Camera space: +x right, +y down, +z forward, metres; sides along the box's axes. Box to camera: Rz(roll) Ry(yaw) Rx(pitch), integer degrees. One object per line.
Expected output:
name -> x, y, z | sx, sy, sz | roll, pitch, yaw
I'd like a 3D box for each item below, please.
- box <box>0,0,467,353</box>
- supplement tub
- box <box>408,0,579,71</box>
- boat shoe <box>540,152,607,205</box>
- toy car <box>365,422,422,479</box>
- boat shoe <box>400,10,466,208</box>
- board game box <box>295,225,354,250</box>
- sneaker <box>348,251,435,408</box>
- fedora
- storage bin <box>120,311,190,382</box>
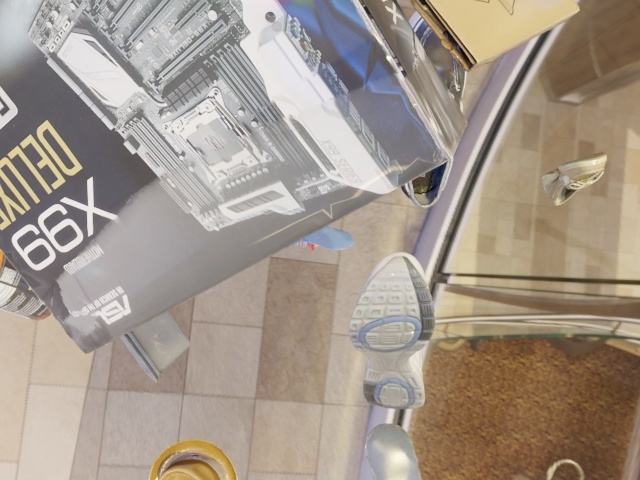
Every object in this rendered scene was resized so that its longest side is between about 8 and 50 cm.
box -> -0.107, -0.089, 0.390 | 0.307, 0.076, 0.243 | -27, 103, 29
supplement tub -> -0.524, 0.056, 1.041 | 0.198, 0.106, 0.106 | 37, 78, -51
box -> 0.159, -0.266, 0.648 | 0.201, 0.021, 0.164 | -33, 83, -34
boat shoe -> 0.342, -0.081, 0.859 | 0.056, 0.153, 0.048 | -15, 85, -6
toy car -> 0.061, 0.176, 0.299 | 0.155, 0.149, 0.188 | -19, 55, -36
boat shoe -> 0.166, -0.194, 0.965 | 0.108, 0.102, 0.302 | 3, 117, -5
board game box -> 0.000, 0.000, 1.590 | 0.168, 0.133, 0.033 | 17, 114, 15
sneaker -> 0.099, 0.114, 0.889 | 0.110, 0.297, 0.129 | 4, 47, 6
fedora -> -0.267, 0.501, 1.299 | 0.194, 0.079, 0.195 | -1, 81, 7
storage bin -> -0.305, 0.170, 1.155 | 0.091, 0.098, 0.135 | -37, 114, -23
